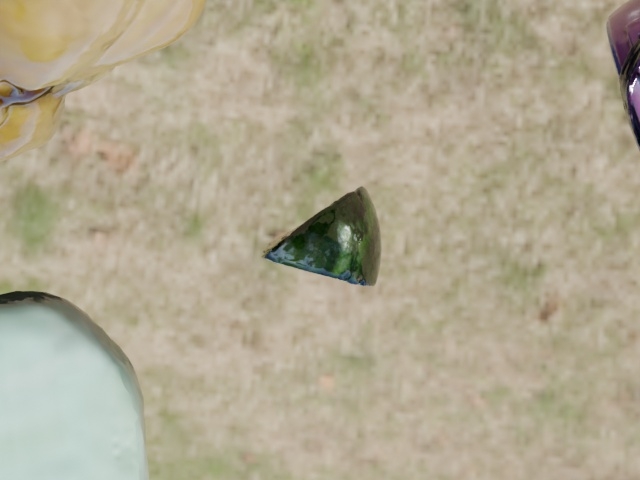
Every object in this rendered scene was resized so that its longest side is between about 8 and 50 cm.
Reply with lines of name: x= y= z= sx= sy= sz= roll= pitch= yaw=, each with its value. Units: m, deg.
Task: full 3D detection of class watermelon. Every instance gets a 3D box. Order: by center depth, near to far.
watermelon: x=0.005 y=-0.009 z=1.200 sx=0.092 sy=0.075 sz=0.181 roll=12 pitch=180 yaw=1

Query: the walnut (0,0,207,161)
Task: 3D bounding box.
walnut: x=-0.218 y=-0.214 z=0.802 sx=0.306 sy=0.344 sz=0.306 roll=-30 pitch=176 yaw=-2

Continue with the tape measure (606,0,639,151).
tape measure: x=0.189 y=-0.066 z=0.757 sx=0.074 sy=0.125 sz=0.118 roll=-19 pitch=-167 yaw=16

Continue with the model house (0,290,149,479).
model house: x=-0.219 y=0.148 z=0.479 sx=0.267 sy=0.194 sz=0.325 roll=-2 pitch=166 yaw=-27
